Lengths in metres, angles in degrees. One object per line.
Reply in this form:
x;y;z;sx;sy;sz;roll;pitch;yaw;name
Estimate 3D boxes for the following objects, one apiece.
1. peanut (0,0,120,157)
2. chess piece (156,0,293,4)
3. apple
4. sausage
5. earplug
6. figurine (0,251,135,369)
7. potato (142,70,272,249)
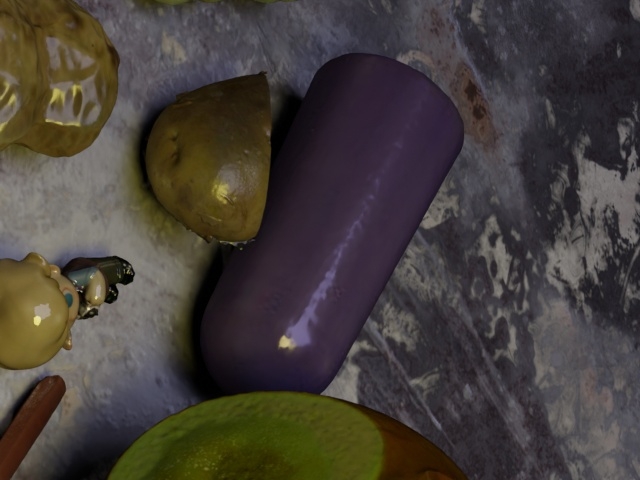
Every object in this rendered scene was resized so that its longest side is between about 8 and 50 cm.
-0.312;-0.178;1.280;0.233;0.110;0.197;1;76;-47;peanut
-0.122;-0.344;1.524;0.243;0.133;0.133;-19;96;-41;chess piece
-0.022;0.322;1.202;0.384;0.374;0.374;13;72;-39;apple
-0.299;0.193;1.259;0.147;0.035;0.030;-62;158;-46;sausage
0.000;0.000;1.522;0.215;0.215;0.456;47;55;-30;earplug
-0.272;0.067;1.286;0.108;0.114;0.196;58;30;11;figurine
-0.128;-0.120;1.440;0.138;0.098;0.243;8;51;-18;potato
